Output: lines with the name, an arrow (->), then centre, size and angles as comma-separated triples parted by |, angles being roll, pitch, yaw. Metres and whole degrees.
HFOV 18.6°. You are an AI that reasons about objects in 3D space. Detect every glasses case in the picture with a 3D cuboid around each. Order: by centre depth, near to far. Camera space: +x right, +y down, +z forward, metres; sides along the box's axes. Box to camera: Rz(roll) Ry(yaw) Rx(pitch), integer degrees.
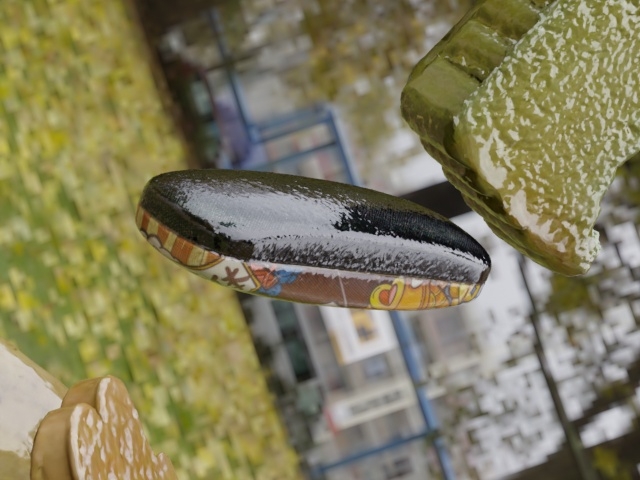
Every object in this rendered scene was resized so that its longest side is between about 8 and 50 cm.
glasses case -> 0.000, 0.000, 1.509 | 0.122, 0.321, 0.082 | 38, -67, 43

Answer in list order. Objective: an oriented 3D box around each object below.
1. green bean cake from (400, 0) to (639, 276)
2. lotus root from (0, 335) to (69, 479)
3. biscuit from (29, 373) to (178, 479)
green bean cake -> 0.205, -0.118, 1.621 | 0.233, 0.236, 0.124 | 45, -3, -37
lotus root -> -0.256, 0.112, 1.250 | 0.140, 0.257, 0.154 | 176, -65, -80
biscuit -> -0.091, 0.213, 1.012 | 0.202, 0.044, 0.289 | -68, 141, -70
